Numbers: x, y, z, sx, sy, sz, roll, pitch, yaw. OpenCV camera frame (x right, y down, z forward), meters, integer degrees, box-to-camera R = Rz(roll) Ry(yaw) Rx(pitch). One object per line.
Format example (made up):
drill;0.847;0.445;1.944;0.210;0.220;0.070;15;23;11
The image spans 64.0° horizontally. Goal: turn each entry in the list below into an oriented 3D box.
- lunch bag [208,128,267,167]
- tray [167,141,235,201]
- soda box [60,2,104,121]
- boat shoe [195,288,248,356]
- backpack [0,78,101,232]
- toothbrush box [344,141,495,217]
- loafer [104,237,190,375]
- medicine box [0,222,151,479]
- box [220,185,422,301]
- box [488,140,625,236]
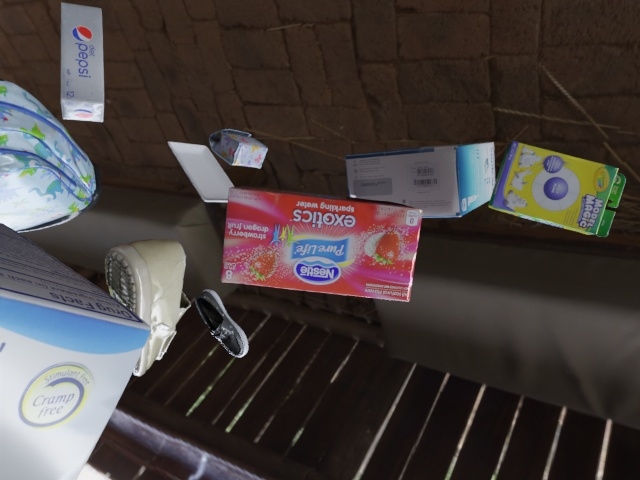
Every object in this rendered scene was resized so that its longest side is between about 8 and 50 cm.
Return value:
lunch bag;-0.148;-0.167;0.906;0.083;0.071;0.053;35;112;35
tray;-0.353;-0.200;1.551;0.270;0.145;0.030;53;125;28
soda box;-0.598;-0.446;1.287;0.091;0.098;0.287;140;124;-60
boat shoe;-0.297;0.250;1.512;0.080;0.076;0.229;-29;89;19
backpack;-0.588;-0.140;0.938;0.356;0.290;0.273;99;153;-57
toothbrush box;0.213;-0.125;1.027;0.216;0.295;0.126;1;100;31
loafer;-0.226;0.093;0.686;0.102;0.092;0.269;51;143;19
medicine box;-0.324;0.046;0.354;0.289;0.149;0.263;22;174;35
box;0.000;0.000;0.714;0.256;0.122;0.128;7;97;-2
box;0.358;-0.075;0.769;0.179;0.043;0.105;16;95;7
